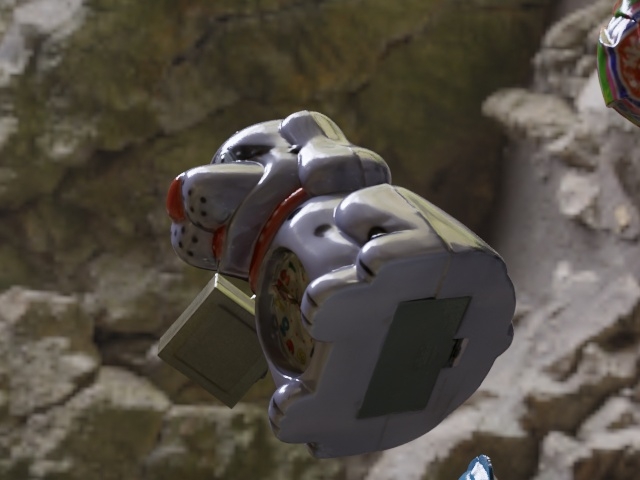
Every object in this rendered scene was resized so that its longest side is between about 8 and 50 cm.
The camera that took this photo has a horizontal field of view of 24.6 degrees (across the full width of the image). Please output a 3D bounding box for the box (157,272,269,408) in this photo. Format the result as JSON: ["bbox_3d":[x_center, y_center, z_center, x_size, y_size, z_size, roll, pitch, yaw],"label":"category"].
[{"bbox_3d":[-0.076,0.083,1.193,0.079,0.083,0.035,-48,15,14],"label":"box"}]

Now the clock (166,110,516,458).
[{"bbox_3d":[-0.001,0.002,1.029,0.254,0.188,0.189,53,152,37],"label":"clock"}]

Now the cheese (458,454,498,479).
[{"bbox_3d":[0.139,0.303,1.299,0.106,0.037,0.256,-113,22,-67],"label":"cheese"}]

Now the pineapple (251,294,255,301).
[{"bbox_3d":[0.027,0.060,1.675,0.114,0.236,0.186,71,-157,-45],"label":"pineapple"}]

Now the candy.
[{"bbox_3d":[0.311,-0.170,1.250,0.365,0.124,0.124,-38,-47,-67],"label":"candy"}]
